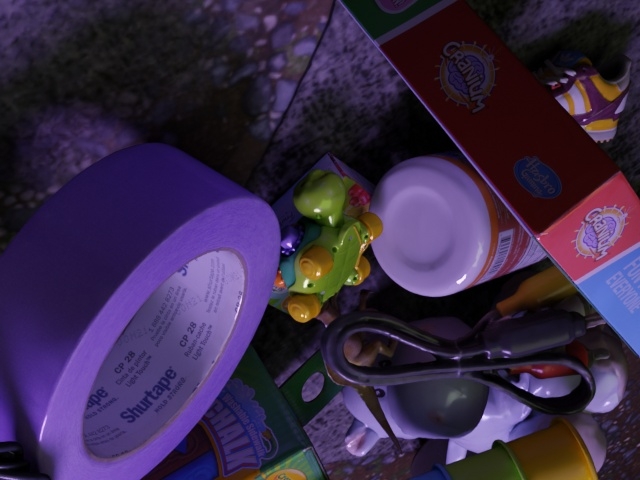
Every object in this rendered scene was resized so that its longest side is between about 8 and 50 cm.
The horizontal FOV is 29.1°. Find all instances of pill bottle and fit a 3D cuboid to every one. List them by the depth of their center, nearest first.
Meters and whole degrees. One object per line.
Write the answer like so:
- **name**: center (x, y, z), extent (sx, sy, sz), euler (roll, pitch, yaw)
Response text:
- **pill bottle**: center (0.149, -0.027, 1.110), extent (0.216, 0.121, 0.121), euler (-15, 143, -50)

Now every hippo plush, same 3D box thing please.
- **hippo plush**: center (0.145, 0.123, 1.282), extent (0.237, 0.234, 0.294), euler (17, 166, -27)

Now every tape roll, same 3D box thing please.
- **tape roll**: center (-0.147, 0.066, 0.940), extent (0.275, 0.090, 0.274), euler (-48, 159, -26)

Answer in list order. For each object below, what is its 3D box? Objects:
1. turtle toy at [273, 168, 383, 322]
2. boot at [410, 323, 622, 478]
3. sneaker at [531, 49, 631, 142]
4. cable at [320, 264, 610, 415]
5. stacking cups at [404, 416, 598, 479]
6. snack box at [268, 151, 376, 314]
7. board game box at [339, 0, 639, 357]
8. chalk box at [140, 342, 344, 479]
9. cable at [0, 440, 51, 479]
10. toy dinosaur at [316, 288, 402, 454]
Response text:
- **turtle toy**: center (0.000, 0.000, 1.028), extent (0.095, 0.066, 0.130), euler (-34, 149, -42)
- **boot**: center (0.232, 0.202, 1.511), extent (0.305, 0.112, 0.115), euler (-38, 175, -2)
- **sneaker**: center (0.199, -0.132, 1.105), extent (0.186, 0.069, 0.083), euler (-9, 124, -34)
- **cable**: center (0.142, 0.103, 1.136), extent (0.287, 0.072, 0.139), euler (-9, 103, -8)
- **stacking cups**: center (0.092, 0.253, 1.110), extent (0.316, 0.096, 0.096), euler (-17, 142, -13)
- **snack box**: center (-0.010, -0.003, 1.105), extent (0.141, 0.037, 0.100), euler (-42, 142, 12)
- **board game box**: center (0.131, -0.081, 0.885), extent (0.064, 0.316, 0.242), euler (-40, 145, 8)
- **chalk box**: center (-0.097, 0.201, 1.155), extent (0.289, 0.179, 0.180), euler (-30, 145, -6)
- **cable**: center (-0.246, 0.174, 0.853), extent (0.151, 0.047, 0.184), euler (-11, 133, 24)
- **toy dinosaur**: center (0.033, 0.107, 1.153), extent (0.053, 0.183, 0.092), euler (-14, -159, 36)
